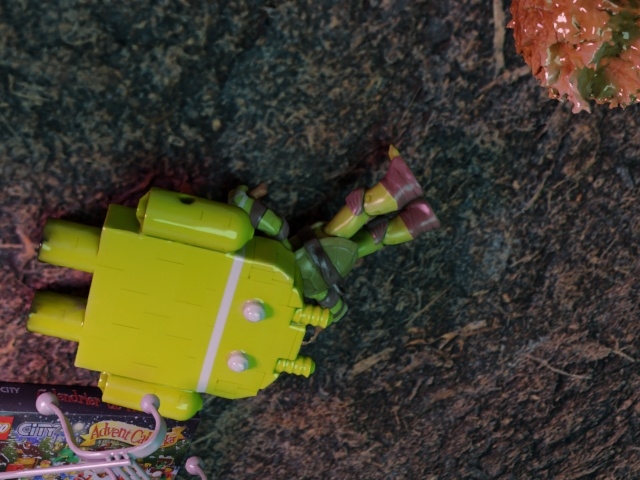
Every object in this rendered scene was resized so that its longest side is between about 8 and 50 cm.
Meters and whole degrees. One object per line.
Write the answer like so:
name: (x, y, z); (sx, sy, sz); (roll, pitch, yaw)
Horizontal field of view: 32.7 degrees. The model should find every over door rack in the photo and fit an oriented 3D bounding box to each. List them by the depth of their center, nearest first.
over door rack: (-0.261, 0.268, 1.082); (0.324, 0.108, 0.239); (-18, 133, 8)

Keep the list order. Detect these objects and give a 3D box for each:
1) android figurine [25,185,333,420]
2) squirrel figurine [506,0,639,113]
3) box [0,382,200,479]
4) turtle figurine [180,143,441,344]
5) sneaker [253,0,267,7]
android figurine: (-0.128, 0.064, 1.005); (0.273, 0.056, 0.248); (15, 123, -9)
squirrel figurine: (0.246, -0.266, 0.809); (0.397, 0.281, 0.370); (-38, 169, -32)
box: (-0.261, 0.225, 1.137); (0.233, 0.044, 0.159); (7, 123, -29)
turtle figurine: (0.000, 0.000, 1.049); (0.217, 0.087, 0.269); (-33, 132, 2)
sneaker: (-0.049, -0.274, 0.812); (0.118, 0.083, 0.222); (-33, 133, 3)
